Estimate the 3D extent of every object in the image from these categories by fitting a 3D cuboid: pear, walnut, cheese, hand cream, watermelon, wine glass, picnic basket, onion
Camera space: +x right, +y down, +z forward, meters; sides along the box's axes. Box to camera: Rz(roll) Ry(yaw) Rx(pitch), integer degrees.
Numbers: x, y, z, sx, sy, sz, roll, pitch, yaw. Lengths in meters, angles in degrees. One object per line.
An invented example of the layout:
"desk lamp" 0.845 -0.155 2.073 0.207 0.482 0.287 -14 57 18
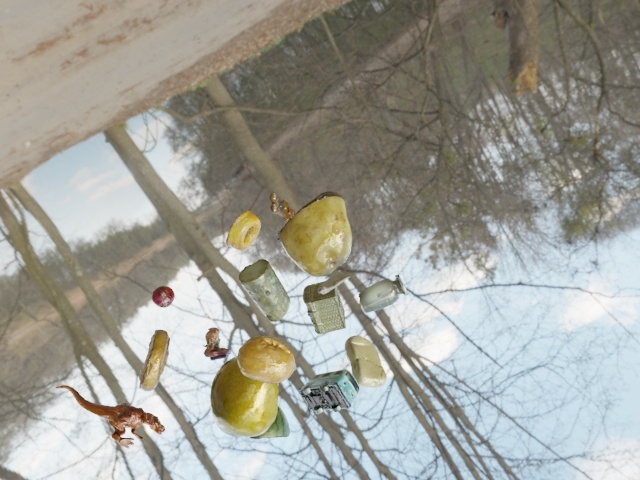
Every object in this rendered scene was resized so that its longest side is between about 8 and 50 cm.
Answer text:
"pear" -0.356 0.666 1.970 0.191 0.340 0.387 -1 123 -46
"walnut" -0.185 0.411 1.612 0.159 0.206 0.159 17 90 -86
"cheese" 0.203 0.569 2.206 0.093 0.159 0.263 -55 -146 32
"hand cream" 0.047 0.163 1.813 0.057 0.037 0.165 23 -144 34
"watermelon" -0.301 0.894 2.371 0.330 0.190 0.331 5 170 1
"wine glass" 0.263 0.226 1.975 0.204 0.111 0.111 -25 -169 8
"picnic basket" 0.014 0.293 2.056 0.154 0.197 0.134 -14 -147 8
"onion" -0.741 0.264 2.210 0.107 0.107 0.097 -41 169 -37

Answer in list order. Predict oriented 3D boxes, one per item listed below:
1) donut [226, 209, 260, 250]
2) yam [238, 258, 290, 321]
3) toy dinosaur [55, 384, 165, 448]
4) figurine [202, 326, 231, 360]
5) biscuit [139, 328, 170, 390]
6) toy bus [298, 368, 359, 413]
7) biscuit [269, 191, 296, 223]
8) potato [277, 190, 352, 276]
"donut" -0.266 -0.030 1.645 0.152 0.058 0.152 -52 164 -22
"yam" -0.167 0.161 1.473 0.107 0.194 0.107 -19 -146 13
"toy dinosaur" -0.734 0.635 1.688 0.097 0.432 0.208 -54 -152 -4
"figurine" -0.490 0.482 2.150 0.114 0.157 0.126 -30 -179 -6
"biscuit" -0.791 0.574 2.245 0.296 0.101 0.297 -163 -90 -72
"toy bus" 0.050 0.656 2.066 0.271 0.133 0.164 -27 -174 47
"biscuit" -0.169 -0.147 2.249 0.031 0.205 0.138 -26 -129 23
"potato" 0.000 0.000 1.597 0.285 0.243 0.242 -34 -171 15
